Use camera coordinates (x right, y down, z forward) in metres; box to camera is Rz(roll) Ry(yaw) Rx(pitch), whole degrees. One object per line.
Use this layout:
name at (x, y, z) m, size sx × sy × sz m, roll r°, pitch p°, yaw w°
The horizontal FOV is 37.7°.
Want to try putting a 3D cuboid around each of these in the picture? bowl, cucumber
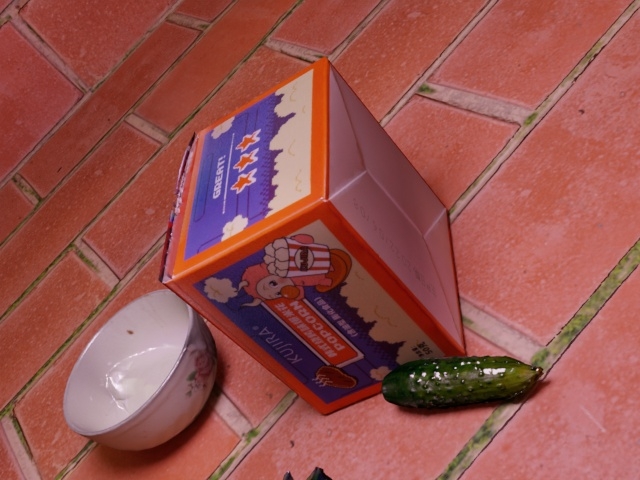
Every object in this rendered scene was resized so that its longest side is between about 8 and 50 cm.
bowl at (-0.274, 0.230, 1.533) m, size 0.277 × 0.145 × 0.277 m, roll -26°, pitch 37°, yaw 21°
cucumber at (0.177, 0.180, 1.198) m, size 0.227 × 0.069 × 0.069 m, roll -11°, pitch 45°, yaw 35°

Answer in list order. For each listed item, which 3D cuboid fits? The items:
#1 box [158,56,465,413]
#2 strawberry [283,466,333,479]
box at (0.000, 0.000, 1.319) m, size 0.256 × 0.349 × 0.319 m, roll -26°, pitch 39°, yaw 24°
strawberry at (-0.014, 0.420, 1.106) m, size 0.188 × 0.106 × 0.286 m, roll -6°, pitch 61°, yaw 48°
